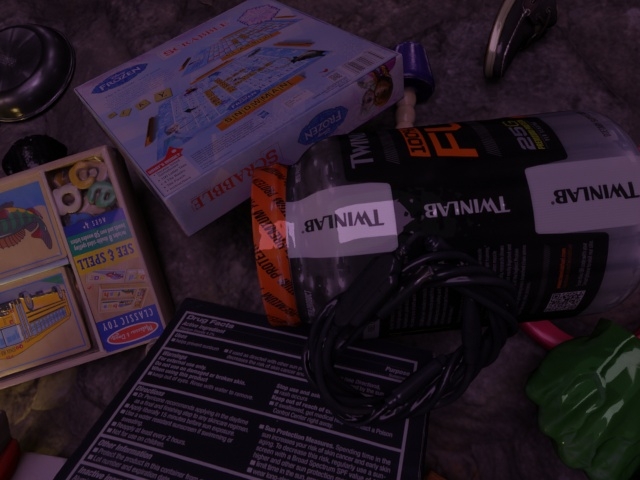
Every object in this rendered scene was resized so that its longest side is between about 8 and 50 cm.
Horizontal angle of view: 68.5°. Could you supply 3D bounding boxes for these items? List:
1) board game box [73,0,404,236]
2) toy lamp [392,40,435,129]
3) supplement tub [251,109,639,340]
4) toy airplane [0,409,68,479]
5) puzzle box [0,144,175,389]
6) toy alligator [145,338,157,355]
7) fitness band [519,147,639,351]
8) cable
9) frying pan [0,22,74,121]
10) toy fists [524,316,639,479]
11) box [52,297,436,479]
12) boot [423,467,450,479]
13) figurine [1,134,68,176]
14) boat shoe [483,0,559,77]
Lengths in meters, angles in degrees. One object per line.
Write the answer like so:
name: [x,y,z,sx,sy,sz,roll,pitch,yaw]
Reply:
board game box: [-0.116,-0.192,0.612,0.318,0.066,0.318,-35,51,-16]
toy lamp: [0.115,-0.139,0.644,0.080,0.080,0.275,3,79,11]
supplement tub: [0.110,-0.012,0.475,0.338,0.207,0.207,-6,74,-1]
toy airplane: [-0.423,0.353,0.466,0.386,0.272,0.384,-27,63,-28]
puzzle box: [-0.431,0.062,0.645,0.408,0.052,0.272,-18,93,1]
toy alligator: [-0.208,0.224,0.597,0.056,0.051,0.190,-1,91,-22]
fitness band: [0.359,0.018,0.574,0.291,0.054,0.209,-45,70,-4]
cable: [0.071,0.085,0.387,0.150,0.047,0.184,27,110,-23]
frying pan: [-0.575,-0.257,0.815,0.326,0.053,0.197,-43,72,-6]
toy fists: [0.341,0.213,0.484,0.279,0.096,0.142,41,94,3]
box: [-0.057,0.239,0.454,0.296,0.183,0.294,10,38,13]
boot: [0.185,0.402,0.488,0.283,0.109,0.220,26,72,15]
figurine: [-0.448,-0.017,0.710,0.215,0.092,0.209,-33,77,1]
boat shoe: [0.296,-0.321,0.656,0.073,0.080,0.224,23,76,20]
